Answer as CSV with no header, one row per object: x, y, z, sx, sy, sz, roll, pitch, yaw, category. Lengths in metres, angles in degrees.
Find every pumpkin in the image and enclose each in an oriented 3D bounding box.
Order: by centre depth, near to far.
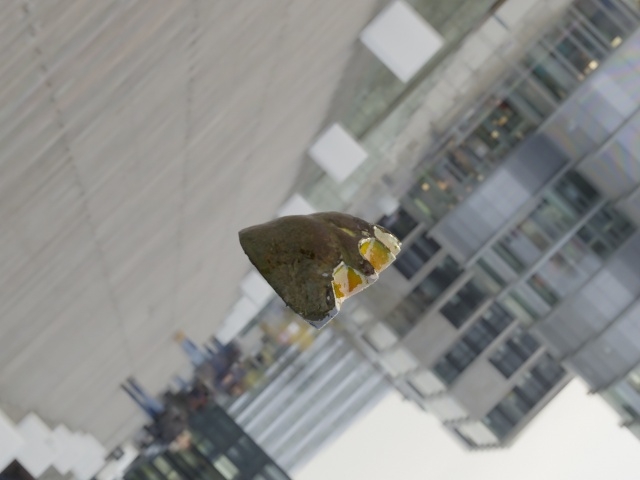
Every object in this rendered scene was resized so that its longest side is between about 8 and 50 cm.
0.000,0.000,1.553,0.130,0.149,0.254,-44,-178,8,pumpkin
